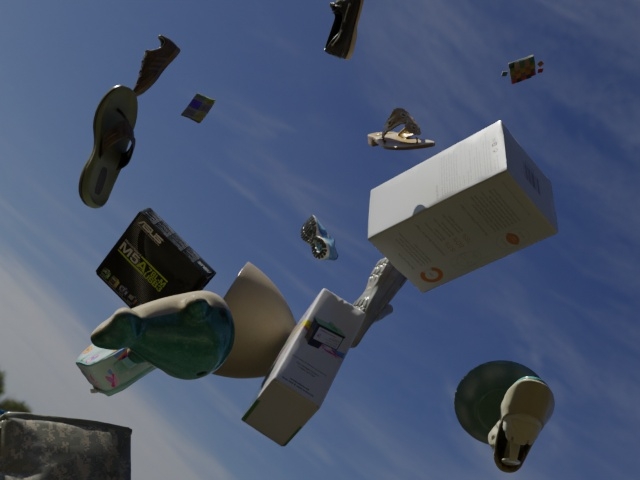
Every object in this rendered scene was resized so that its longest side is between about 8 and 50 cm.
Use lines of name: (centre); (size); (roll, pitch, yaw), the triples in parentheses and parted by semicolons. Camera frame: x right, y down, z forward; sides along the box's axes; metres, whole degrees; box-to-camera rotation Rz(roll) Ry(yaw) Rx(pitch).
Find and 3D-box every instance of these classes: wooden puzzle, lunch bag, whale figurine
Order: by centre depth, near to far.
whale figurine: (-0.271, 0.180, 1.597); (0.216, 0.272, 0.141); (-37, -115, 29)
wooden puzzle: (0.382, -0.323, 1.680); (0.049, 0.083, 0.006); (66, 6, -48)
lunch bag: (-0.538, 0.487, 1.798); (0.287, 0.235, 0.169); (23, -48, -36)
lunch bag: (-0.426, 0.255, 2.075); (0.224, 0.279, 0.108); (-1, -59, 62)

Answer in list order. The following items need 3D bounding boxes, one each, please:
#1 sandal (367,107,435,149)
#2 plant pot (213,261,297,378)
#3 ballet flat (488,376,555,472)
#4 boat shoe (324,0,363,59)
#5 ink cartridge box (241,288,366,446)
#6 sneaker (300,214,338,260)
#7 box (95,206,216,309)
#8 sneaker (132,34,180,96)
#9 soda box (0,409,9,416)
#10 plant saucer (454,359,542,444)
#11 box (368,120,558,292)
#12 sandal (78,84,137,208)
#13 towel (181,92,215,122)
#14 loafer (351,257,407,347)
sandal: (0.154, -0.233, 1.832); (0.240, 0.088, 0.079); (-157, -122, -69)
plant pot: (-0.167, 0.220, 2.133); (0.191, 0.284, 0.284); (32, -23, -1)
ballet flat: (0.330, 0.316, 1.475); (0.086, 0.086, 0.248); (33, -31, 21)
boat shoe: (0.053, -0.503, 1.948); (0.065, 0.206, 0.075); (8, 6, -13)
ink cartridge box: (-0.033, 0.269, 1.904); (0.117, 0.278, 0.201); (33, -43, -1)
sneaker: (0.000, 0.000, 2.378); (0.073, 0.063, 0.162); (24, 30, -41)
box: (-0.328, 0.063, 1.758); (0.190, 0.045, 0.184); (45, -61, 4)
sneaker: (-0.453, -0.465, 2.364); (0.071, 0.188, 0.066); (43, -27, -20)
soda box: (-0.768, 0.418, 1.938); (0.210, 0.071, 0.067); (-13, -29, 25)
plant saucer: (0.370, 0.340, 1.810); (0.195, 0.195, 0.037); (44, 17, -6)
box: (0.303, -0.065, 1.928); (0.345, 0.168, 0.215); (-27, -54, 29)
sandal: (-0.486, -0.219, 2.120); (0.086, 0.303, 0.120); (9, -7, 32)
towel: (-0.313, -0.340, 2.282); (0.060, 0.083, 0.009); (26, -25, 16)
loafer: (0.169, 0.196, 2.683); (0.111, 0.319, 0.112); (39, -20, -17)
